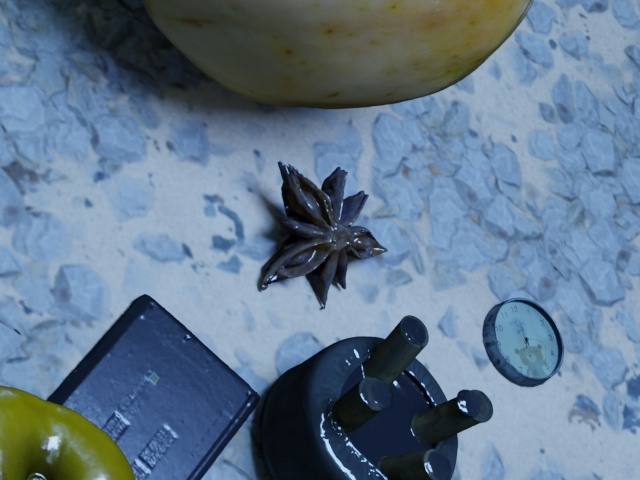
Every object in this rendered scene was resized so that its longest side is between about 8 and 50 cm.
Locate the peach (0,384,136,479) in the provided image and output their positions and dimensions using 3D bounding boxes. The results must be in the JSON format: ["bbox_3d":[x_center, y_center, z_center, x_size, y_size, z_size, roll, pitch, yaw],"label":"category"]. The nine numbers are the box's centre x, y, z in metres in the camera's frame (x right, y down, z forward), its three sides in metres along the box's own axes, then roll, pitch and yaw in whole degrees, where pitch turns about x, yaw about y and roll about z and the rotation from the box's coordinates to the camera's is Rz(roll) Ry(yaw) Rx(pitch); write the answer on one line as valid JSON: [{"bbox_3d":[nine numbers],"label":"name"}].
[{"bbox_3d":[-0.217,0.191,1.396,0.179,0.103,0.179,13,63,-28],"label":"peach"}]

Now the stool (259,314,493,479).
[{"bbox_3d":[0.048,0.173,1.574,0.153,0.139,0.228,11,59,-34],"label":"stool"}]

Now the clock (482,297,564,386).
[{"bbox_3d":[0.187,0.092,1.796,0.085,0.017,0.085,17,58,-28],"label":"clock"}]

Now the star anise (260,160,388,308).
[{"bbox_3d":[0.009,-0.002,1.695,0.129,0.056,0.124,10,86,-37],"label":"star anise"}]

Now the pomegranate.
[{"bbox_3d":[0.002,-0.300,1.636,0.411,0.411,0.411,17,58,-29],"label":"pomegranate"}]

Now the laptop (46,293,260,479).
[{"bbox_3d":[-0.142,0.142,1.533,0.135,0.016,0.197,44,49,-7],"label":"laptop"}]
